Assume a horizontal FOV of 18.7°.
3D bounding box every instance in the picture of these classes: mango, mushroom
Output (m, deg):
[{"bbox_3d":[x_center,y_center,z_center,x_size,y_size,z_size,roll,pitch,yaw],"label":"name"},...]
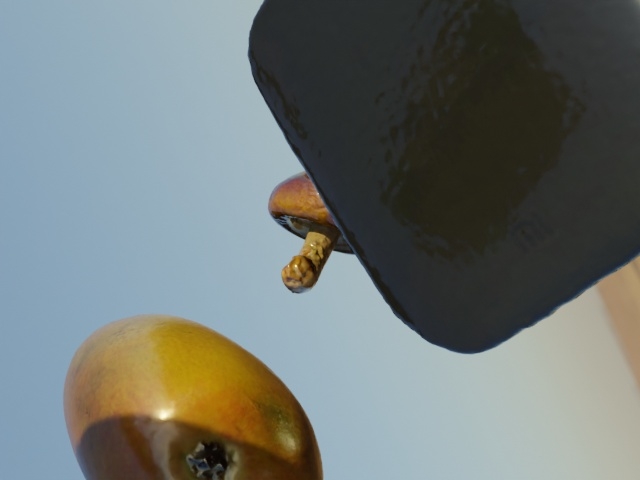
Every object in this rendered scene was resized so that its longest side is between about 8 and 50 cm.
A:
[{"bbox_3d":[-0.111,0.159,1.568,0.211,0.173,0.317,54,170,-22],"label":"mango"},{"bbox_3d":[0.005,-0.010,1.293,0.088,0.073,0.129,27,-156,0],"label":"mushroom"}]

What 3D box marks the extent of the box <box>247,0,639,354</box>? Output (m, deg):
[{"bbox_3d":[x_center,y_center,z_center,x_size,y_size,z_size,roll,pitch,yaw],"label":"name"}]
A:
[{"bbox_3d":[0.065,-0.062,0.834,0.042,0.212,0.201,-19,-107,-44],"label":"box"}]
